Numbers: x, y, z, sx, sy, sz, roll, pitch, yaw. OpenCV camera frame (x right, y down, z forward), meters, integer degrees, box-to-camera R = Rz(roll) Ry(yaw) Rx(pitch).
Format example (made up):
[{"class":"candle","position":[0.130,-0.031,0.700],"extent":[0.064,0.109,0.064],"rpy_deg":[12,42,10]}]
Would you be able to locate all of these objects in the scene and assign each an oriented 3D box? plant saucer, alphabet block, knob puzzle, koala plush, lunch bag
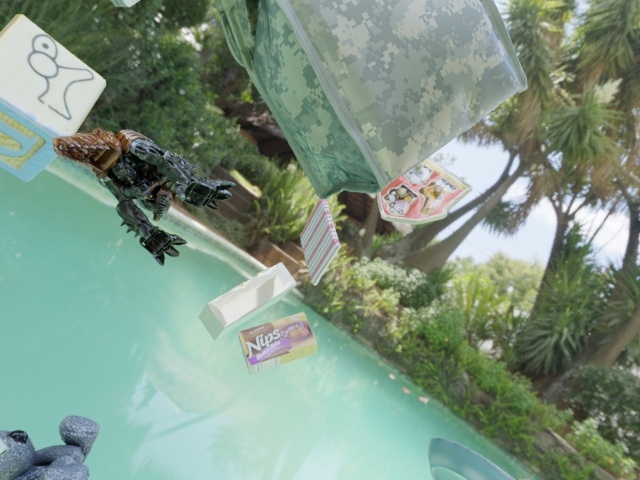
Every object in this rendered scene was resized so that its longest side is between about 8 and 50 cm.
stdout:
[{"class":"plant saucer","position":[0.336,0.527,0.929],"extent":[0.318,0.044,0.317],"rpy_deg":[36,-28,23]},{"class":"alphabet block","position":[-0.575,-0.269,0.905],"extent":[0.193,0.197,0.192],"rpy_deg":[-19,-45,34]},{"class":"knob puzzle","position":[0.213,-0.113,1.059],"extent":[0.213,0.213,0.030],"rpy_deg":[34,-20,30]},{"class":"koala plush","position":[-0.581,0.437,0.887],"extent":[0.221,0.203,0.196],"rpy_deg":[33,5,-24]},{"class":"lunch bag","position":[0.043,-0.223,0.500],"extent":[0.287,0.235,0.169],"rpy_deg":[59,-21,-15]}]

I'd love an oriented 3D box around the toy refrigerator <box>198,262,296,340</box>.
[{"class":"toy refrigerator","position":[-0.208,0.168,1.346],"extent":[0.094,0.269,0.102],"rpy_deg":[53,-38,10]}]

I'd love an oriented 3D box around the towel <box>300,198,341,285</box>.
[{"class":"towel","position":[0.000,0.000,1.214],"extent":[0.029,0.144,0.197],"rpy_deg":[11,40,-25]}]

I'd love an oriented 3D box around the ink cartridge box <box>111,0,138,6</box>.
[{"class":"ink cartridge box","position":[-0.235,-0.355,0.598],"extent":[0.060,0.104,0.180],"rpy_deg":[55,-8,-36]}]

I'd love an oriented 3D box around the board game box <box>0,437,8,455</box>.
[{"class":"board game box","position":[-0.594,0.265,0.540],"extent":[0.064,0.316,0.242],"rpy_deg":[2,-62,41]}]

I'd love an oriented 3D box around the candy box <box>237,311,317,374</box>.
[{"class":"candy box","position":[-0.113,0.268,1.230],"extent":[0.053,0.187,0.109],"rpy_deg":[93,-23,-47]}]

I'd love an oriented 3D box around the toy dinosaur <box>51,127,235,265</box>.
[{"class":"toy dinosaur","position":[-0.279,-0.091,0.718],"extent":[0.218,0.164,0.322],"rpy_deg":[44,26,11]}]
